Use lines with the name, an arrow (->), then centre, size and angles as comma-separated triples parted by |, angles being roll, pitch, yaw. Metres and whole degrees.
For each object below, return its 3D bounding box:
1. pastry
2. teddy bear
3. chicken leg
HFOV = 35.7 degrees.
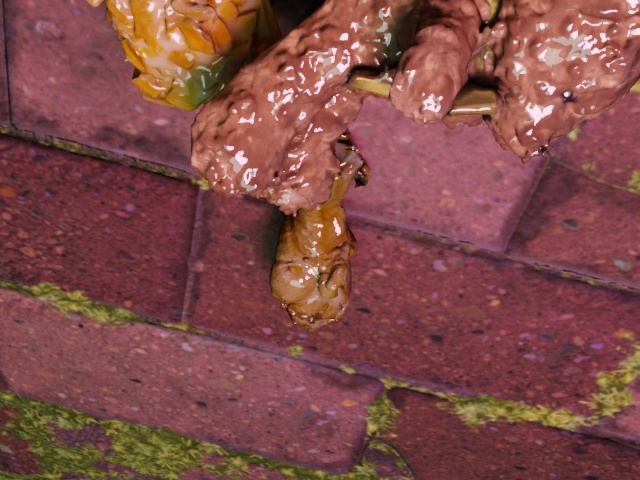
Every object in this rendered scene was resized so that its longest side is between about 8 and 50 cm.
pastry -> -0.129, -0.214, 0.742 | 0.154, 0.102, 0.250 | 3, 136, 34
teddy bear -> 0.084, -0.104, 0.732 | 0.222, 0.246, 0.296 | 39, 101, 14
chicken leg -> 0.000, 0.000, 0.944 | 0.088, 0.103, 0.227 | 24, 135, 11
